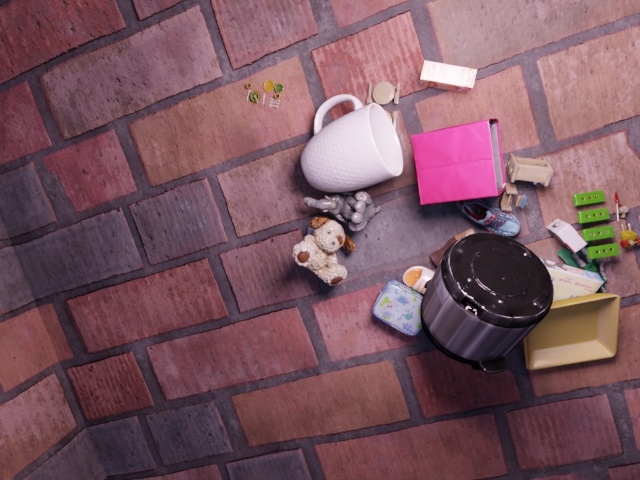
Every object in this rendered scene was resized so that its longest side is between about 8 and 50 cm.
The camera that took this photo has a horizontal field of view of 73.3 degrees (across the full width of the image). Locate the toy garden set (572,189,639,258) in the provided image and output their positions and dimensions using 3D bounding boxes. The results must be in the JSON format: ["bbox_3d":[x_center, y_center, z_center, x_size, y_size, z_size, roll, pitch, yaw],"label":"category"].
[{"bbox_3d":[1.059,-0.064,1.599,0.204,0.049,0.244,-9,81,-2],"label":"toy garden set"}]

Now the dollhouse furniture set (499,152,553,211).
[{"bbox_3d":[0.763,-0.215,1.618,0.129,0.129,0.183,9,125,8],"label":"dollhouse furniture set"}]

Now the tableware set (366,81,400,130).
[{"bbox_3d":[0.246,-0.519,1.688,0.128,0.039,0.194,8,95,21],"label":"tableware set"}]

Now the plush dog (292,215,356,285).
[{"bbox_3d":[0.012,0.023,1.762,0.262,0.210,0.225,36,90,-26],"label":"plush dog"}]

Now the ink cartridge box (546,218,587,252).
[{"bbox_3d":[0.914,-0.020,1.603,0.056,0.135,0.099,-43,90,17],"label":"ink cartridge box"}]

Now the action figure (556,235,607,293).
[{"bbox_3d":[1.028,0.105,1.645,0.137,0.063,0.232,-33,96,11],"label":"action figure"}]

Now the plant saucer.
[{"bbox_3d":[0.937,0.336,1.643,0.333,0.081,0.333,-14,122,12],"label":"plant saucer"}]

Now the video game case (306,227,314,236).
[{"bbox_3d":[0.000,0.000,1.835,0.122,0.011,0.087,14,102,7],"label":"video game case"}]

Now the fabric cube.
[{"bbox_3d":[0.501,-0.280,1.540,0.258,0.254,0.259,-5,100,31],"label":"fabric cube"}]

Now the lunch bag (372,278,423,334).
[{"bbox_3d":[0.334,0.278,1.783,0.219,0.090,0.176,28,102,4],"label":"lunch bag"}]

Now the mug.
[{"bbox_3d":[0.093,-0.368,1.629,0.328,0.276,0.374,-17,81,30],"label":"mug"}]

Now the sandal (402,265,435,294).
[{"bbox_3d":[0.468,0.186,1.749,0.265,0.076,0.102,22,103,6],"label":"sandal"}]

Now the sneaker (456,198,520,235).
[{"bbox_3d":[0.639,-0.081,1.644,0.262,0.125,0.104,27,113,6],"label":"sneaker"}]

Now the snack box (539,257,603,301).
[{"bbox_3d":[0.860,0.170,1.633,0.322,0.060,0.187,15,125,-1],"label":"snack box"}]

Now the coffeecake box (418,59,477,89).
[{"bbox_3d":[0.462,-0.597,1.579,0.185,0.142,0.068,13,102,8],"label":"coffeecake box"}]

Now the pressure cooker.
[{"bbox_3d":[0.546,0.222,1.509,0.375,0.370,0.420,28,142,16],"label":"pressure cooker"}]

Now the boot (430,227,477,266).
[{"bbox_3d":[0.592,0.087,1.723,0.248,0.090,0.207,47,118,-5],"label":"boot"}]

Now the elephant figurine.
[{"bbox_3d":[0.087,-0.144,1.730,0.239,0.186,0.169,18,67,32],"label":"elephant figurine"}]

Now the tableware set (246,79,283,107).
[{"bbox_3d":[-0.231,-0.610,1.765,0.154,0.024,0.104,16,102,8],"label":"tableware set"}]
